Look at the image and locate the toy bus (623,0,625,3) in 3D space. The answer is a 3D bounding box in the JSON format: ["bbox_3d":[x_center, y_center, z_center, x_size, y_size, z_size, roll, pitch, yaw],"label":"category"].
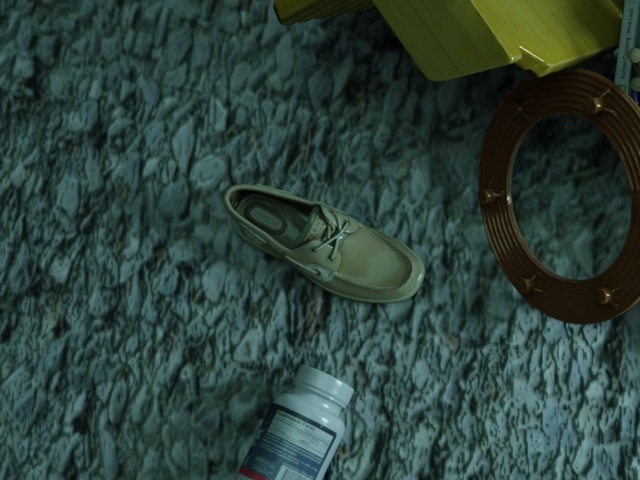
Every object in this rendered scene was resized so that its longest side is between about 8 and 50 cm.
[{"bbox_3d":[0.525,-0.404,1.762,0.149,0.211,0.220,29,47,11],"label":"toy bus"}]

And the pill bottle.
[{"bbox_3d":[-0.029,0.265,1.753,0.108,0.108,0.180,23,78,16],"label":"pill bottle"}]

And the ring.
[{"bbox_3d":[0.314,-0.055,1.696,0.032,0.336,0.336,-11,66,-34],"label":"ring"}]

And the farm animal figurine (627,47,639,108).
[{"bbox_3d":[0.553,-0.280,1.563,0.330,0.172,0.327,15,106,28],"label":"farm animal figurine"}]

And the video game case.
[{"bbox_3d":[0.423,-0.192,1.751,0.023,0.212,0.193,4,74,24],"label":"video game case"}]

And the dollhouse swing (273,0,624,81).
[{"bbox_3d":[0.168,-0.290,1.770,0.305,0.347,0.315,-40,79,39],"label":"dollhouse swing"}]

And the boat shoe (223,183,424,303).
[{"bbox_3d":[0.000,0.000,1.832,0.302,0.098,0.109,25,79,17],"label":"boat shoe"}]
